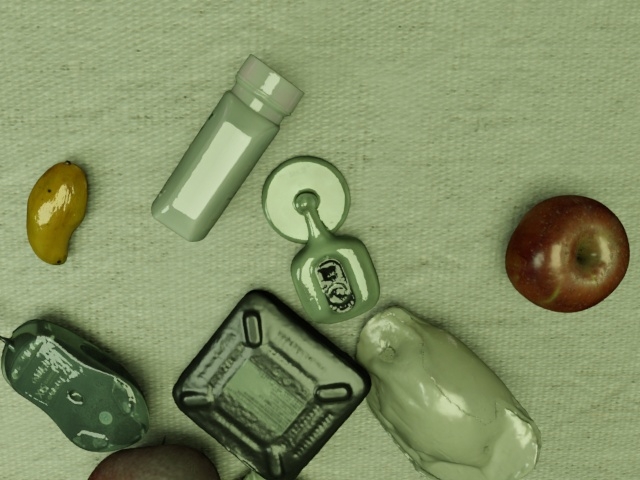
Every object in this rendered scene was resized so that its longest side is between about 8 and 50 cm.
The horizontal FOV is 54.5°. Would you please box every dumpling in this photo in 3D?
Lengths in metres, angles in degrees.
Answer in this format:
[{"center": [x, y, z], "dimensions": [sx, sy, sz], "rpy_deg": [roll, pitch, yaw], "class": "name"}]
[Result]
[{"center": [0.197, 0.297, 1.118], "dimensions": [0.341, 0.181, 0.260], "rpy_deg": [31, 120, -7], "class": "dumpling"}]

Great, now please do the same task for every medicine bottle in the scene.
[{"center": [-0.152, -0.147, 1.003], "dimensions": [0.111, 0.161, 0.296], "rpy_deg": [36, 102, -11], "class": "medicine bottle"}]

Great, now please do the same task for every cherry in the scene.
[{"center": [-0.309, 0.503, 1.120], "dimensions": [0.260, 0.308, 0.221], "rpy_deg": [-3, 148, 0], "class": "cherry"}]

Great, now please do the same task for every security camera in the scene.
[{"center": [0.000, 0.000, 1.090], "dimensions": [0.157, 0.080, 0.302], "rpy_deg": [-20, 101, 5], "class": "security camera"}]

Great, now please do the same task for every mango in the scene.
[{"center": [-0.456, -0.050, 1.071], "dimensions": [0.098, 0.075, 0.190], "rpy_deg": [23, 109, -1], "class": "mango"}]

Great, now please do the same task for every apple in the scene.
[{"center": [0.413, 0.022, 1.060], "dimensions": [0.201, 0.162, 0.201], "rpy_deg": [-1, 95, -8], "class": "apple"}]

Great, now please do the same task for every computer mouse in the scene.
[{"center": [-0.469, 0.237, 1.137], "dimensions": [0.379, 0.090, 0.167], "rpy_deg": [40, 100, -4], "class": "computer mouse"}]

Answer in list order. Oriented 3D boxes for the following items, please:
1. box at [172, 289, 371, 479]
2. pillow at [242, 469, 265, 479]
[{"center": [-0.093, 0.272, 1.139], "dimensions": [0.290, 0.073, 0.289], "rpy_deg": [40, 102, 0], "class": "box"}, {"center": [-0.140, 0.558, 1.223], "dimensions": [0.144, 0.078, 0.254], "rpy_deg": [34, 101, -8], "class": "pillow"}]
